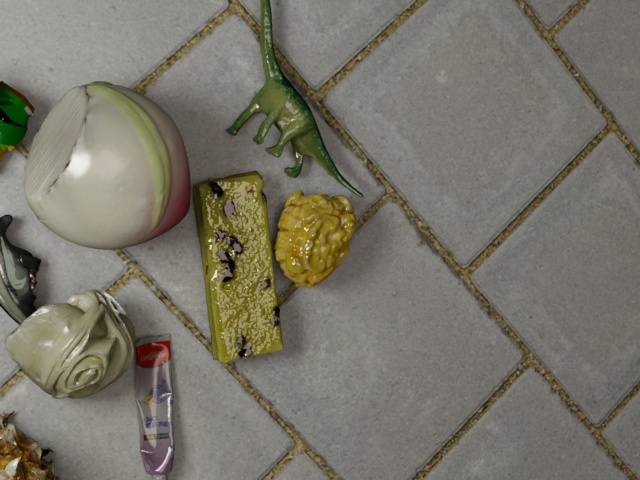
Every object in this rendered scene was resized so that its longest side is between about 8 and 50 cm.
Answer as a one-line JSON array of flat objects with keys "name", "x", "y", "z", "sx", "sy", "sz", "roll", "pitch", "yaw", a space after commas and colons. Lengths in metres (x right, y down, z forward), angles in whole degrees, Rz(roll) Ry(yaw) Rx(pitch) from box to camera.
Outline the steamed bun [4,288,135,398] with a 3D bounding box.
[{"name": "steamed bun", "x": -0.430, "y": 0.203, "z": 1.779, "sx": 0.211, "sy": 0.144, "sz": 0.218, "roll": -35, "pitch": 136, "yaw": -10}]

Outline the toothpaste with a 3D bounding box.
[{"name": "toothpaste", "x": -0.318, "y": 0.335, "z": 1.909, "sx": 0.075, "sy": 0.048, "sz": 0.301, "roll": -4, "pitch": 91, "yaw": -14}]

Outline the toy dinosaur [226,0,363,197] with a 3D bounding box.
[{"name": "toy dinosaur", "x": -0.043, "y": -0.298, "z": 1.956, "sx": 0.447, "sy": 0.087, "sz": 0.301, "roll": 34, "pitch": 75, "yaw": -18}]

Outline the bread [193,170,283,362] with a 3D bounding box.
[{"name": "bread", "x": -0.160, "y": 0.050, "z": 1.928, "sx": 0.138, "sy": 0.077, "sz": 0.362, "roll": -8, "pitch": 95, "yaw": -17}]

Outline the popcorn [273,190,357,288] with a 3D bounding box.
[{"name": "popcorn", "x": -0.013, "y": -0.013, "z": 1.945, "sx": 0.194, "sy": 0.140, "sz": 0.163, "roll": -47, "pitch": 110, "yaw": -13}]

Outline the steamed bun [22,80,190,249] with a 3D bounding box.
[{"name": "steamed bun", "x": -0.353, "y": -0.116, "z": 1.760, "sx": 0.309, "sy": 0.309, "sz": 0.310, "roll": -1, "pitch": 93, "yaw": -18}]

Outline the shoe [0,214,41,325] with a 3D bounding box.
[{"name": "shoe", "x": -0.561, "y": 0.053, "z": 1.793, "sx": 0.112, "sy": 0.099, "sz": 0.228, "roll": -38, "pitch": 103, "yaw": -20}]

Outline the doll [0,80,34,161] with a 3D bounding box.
[{"name": "doll", "x": -0.593, "y": -0.199, "z": 1.755, "sx": 0.134, "sy": 0.106, "sz": 0.186, "roll": 10, "pitch": 109, "yaw": -58}]

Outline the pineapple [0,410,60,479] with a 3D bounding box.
[{"name": "pineapple", "x": -0.609, "y": 0.461, "z": 1.696, "sx": 0.352, "sy": 0.300, "sz": 0.353, "roll": 1, "pitch": 87, "yaw": -21}]
